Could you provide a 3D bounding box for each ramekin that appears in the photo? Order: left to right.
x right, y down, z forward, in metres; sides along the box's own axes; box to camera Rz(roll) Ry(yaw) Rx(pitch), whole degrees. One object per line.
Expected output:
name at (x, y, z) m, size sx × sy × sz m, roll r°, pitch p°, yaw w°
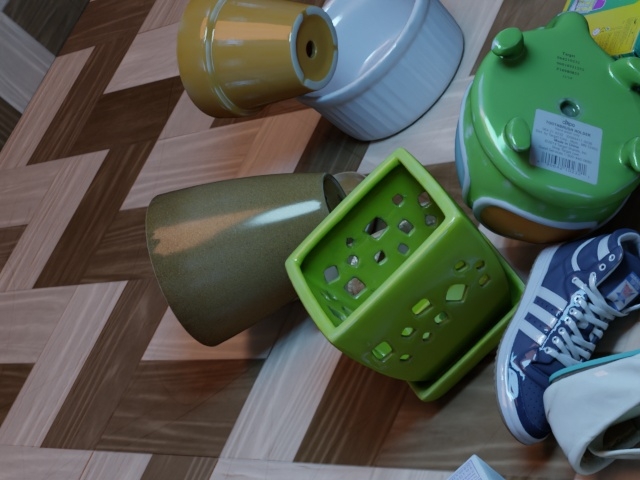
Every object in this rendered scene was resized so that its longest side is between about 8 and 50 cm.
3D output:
ramekin at (0.093, -0.289, 2.545) m, size 0.277 × 0.135 × 0.277 m, roll -33°, pitch 34°, yaw 26°

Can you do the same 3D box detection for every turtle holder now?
turtle holder at (0.268, -0.143, 2.023) m, size 0.227 × 0.243 × 0.320 m, roll 116°, pitch 139°, yaw -54°

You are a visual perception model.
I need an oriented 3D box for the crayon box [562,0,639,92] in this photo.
crayon box at (0.422, -0.325, 2.208) m, size 0.165 × 0.081 × 0.278 m, roll -7°, pitch 50°, yaw 49°

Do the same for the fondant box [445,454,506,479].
fondant box at (0.233, 0.380, 1.511) m, size 0.096 × 0.238 × 0.330 m, roll -44°, pitch 31°, yaw 9°

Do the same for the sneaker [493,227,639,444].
sneaker at (0.302, 0.101, 1.872) m, size 0.153 × 0.099 × 0.282 m, roll -19°, pitch 39°, yaw 44°

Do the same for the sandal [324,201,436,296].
sandal at (0.079, 0.042, 2.243) m, size 0.240 × 0.088 × 0.079 m, roll -36°, pitch 35°, yaw 9°

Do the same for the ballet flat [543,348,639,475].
ballet flat at (0.406, 0.149, 1.682) m, size 0.400 × 0.139 × 0.139 m, roll -29°, pitch 36°, yaw 38°

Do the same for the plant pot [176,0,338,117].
plant pot at (-0.084, -0.290, 2.470) m, size 0.188 × 0.205 × 0.205 m, roll 2°, pitch 56°, yaw 35°

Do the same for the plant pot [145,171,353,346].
plant pot at (-0.084, 0.002, 2.329) m, size 0.254 × 0.237 × 0.237 m, roll -20°, pitch 39°, yaw 18°

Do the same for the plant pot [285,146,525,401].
plant pot at (0.122, 0.055, 2.051) m, size 0.227 × 0.207 × 0.228 m, roll -45°, pitch 31°, yaw 8°

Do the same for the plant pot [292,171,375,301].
plant pot at (0.000, 0.000, 2.444) m, size 0.236 × 0.032 × 0.236 m, roll -33°, pitch 35°, yaw 27°
